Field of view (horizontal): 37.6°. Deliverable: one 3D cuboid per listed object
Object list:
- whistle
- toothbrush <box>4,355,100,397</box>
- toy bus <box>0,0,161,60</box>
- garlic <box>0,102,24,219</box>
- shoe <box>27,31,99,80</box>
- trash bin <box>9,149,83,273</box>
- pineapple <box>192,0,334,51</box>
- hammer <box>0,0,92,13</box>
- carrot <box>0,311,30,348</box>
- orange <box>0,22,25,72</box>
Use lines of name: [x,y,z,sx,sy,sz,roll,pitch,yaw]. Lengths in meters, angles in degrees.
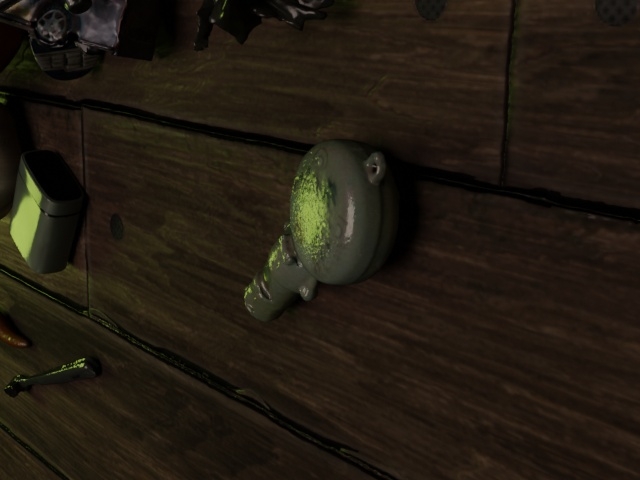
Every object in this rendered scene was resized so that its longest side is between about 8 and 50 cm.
whistle: [0.000,0.000,0.842,0.258,0.067,0.126,-49,48,48]
toothbrush: [-0.398,0.202,1.384,0.297,0.030,0.030,-19,109,49]
toy bus: [-0.325,-0.294,1.037,0.317,0.112,0.137,19,101,11]
garlic: [-0.542,-0.117,1.336,0.199,0.226,0.199,4,96,48]
shoe: [-0.325,-0.300,1.156,0.106,0.092,0.207,-172,72,-69]
trash bin: [-0.377,-0.039,1.283,0.116,0.059,0.130,51,134,33]
pineapple: [-0.105,-0.305,0.851,0.340,0.169,0.169,55,135,12]
hammer: [-0.360,-0.238,0.982,0.246,0.029,0.103,-24,87,15]
carrot: [-0.501,0.142,1.492,0.142,0.035,0.035,28,119,36]
orange: [-0.521,-0.316,1.240,0.261,0.261,0.261,14,108,48]
